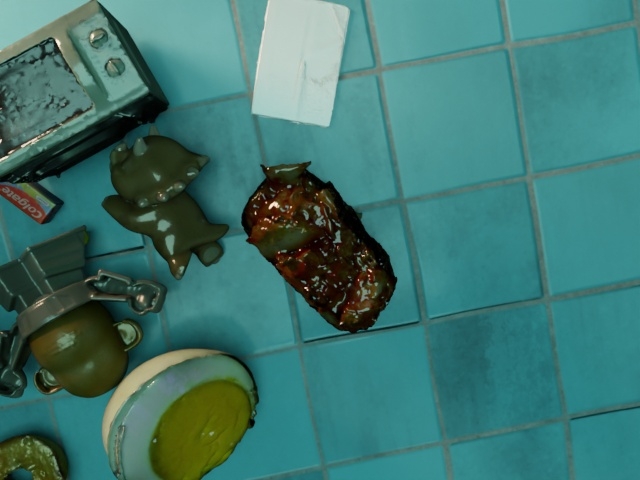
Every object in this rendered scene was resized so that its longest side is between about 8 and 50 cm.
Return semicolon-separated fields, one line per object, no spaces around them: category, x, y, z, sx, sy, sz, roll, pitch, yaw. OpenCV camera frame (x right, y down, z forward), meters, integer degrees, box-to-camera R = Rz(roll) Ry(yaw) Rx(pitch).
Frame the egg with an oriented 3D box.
egg;-0.267;0.302;1.121;0.286;0.174;0.264;-31;125;-23

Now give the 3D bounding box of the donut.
donut;-0.573;0.452;1.175;0.178;0.065;0.162;-14;92;0

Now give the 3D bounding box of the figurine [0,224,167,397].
figurine;-0.452;0.148;1.095;0.342;0.167;0.285;-33;89;23

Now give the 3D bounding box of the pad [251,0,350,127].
pad;-0.039;-0.335;1.141;0.156;0.004;0.232;10;96;-4

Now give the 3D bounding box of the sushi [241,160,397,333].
sushi;0.000;0.000;1.095;0.196;0.182;0.343;-43;99;-4

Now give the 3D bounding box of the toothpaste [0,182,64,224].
toothpaste;-0.576;-0.100;1.122;0.193;0.044;0.070;38;95;-6

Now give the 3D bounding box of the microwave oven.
microwave oven;-0.427;-0.227;1.017;0.295;0.237;0.181;-30;97;-1

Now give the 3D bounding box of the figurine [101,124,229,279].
figurine;-0.255;-0.080;1.074;0.173;0.177;0.247;-44;85;21
